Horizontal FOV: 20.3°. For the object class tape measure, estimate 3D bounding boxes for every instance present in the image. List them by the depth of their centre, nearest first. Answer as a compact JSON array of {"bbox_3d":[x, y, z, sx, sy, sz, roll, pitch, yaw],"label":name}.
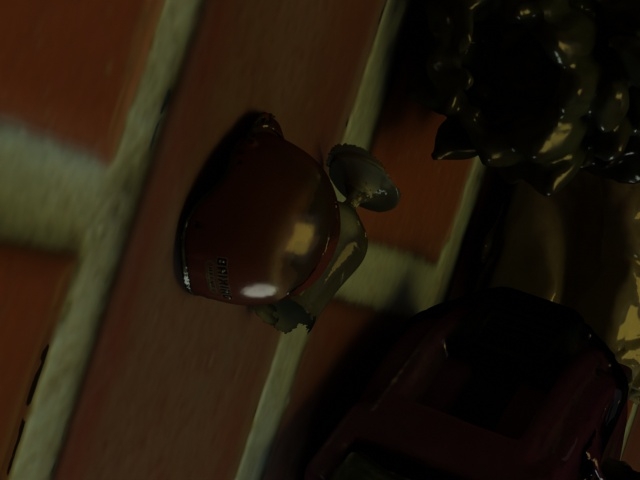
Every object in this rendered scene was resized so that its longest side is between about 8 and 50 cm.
[{"bbox_3d":[0.076,0.159,0.945,0.245,0.149,0.231,-51,151,-45],"label":"tape measure"}]

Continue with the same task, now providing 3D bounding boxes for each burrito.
[{"bbox_3d":[0.192,-0.067,1.100,0.190,0.135,0.332,14,90,-64],"label":"burrito"}]

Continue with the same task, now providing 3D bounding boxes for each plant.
[{"bbox_3d":[0.126,-0.100,0.884,0.194,0.132,0.129,-42,142,-63],"label":"plant"}]

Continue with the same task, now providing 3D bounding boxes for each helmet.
[{"bbox_3d":[-0.015,-0.009,0.699,0.084,0.049,0.065,-59,156,-32],"label":"helmet"}]

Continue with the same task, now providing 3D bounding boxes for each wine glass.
[{"bbox_3d":[0.000,0.000,0.773,0.083,0.039,0.042,-55,157,-31],"label":"wine glass"}]
